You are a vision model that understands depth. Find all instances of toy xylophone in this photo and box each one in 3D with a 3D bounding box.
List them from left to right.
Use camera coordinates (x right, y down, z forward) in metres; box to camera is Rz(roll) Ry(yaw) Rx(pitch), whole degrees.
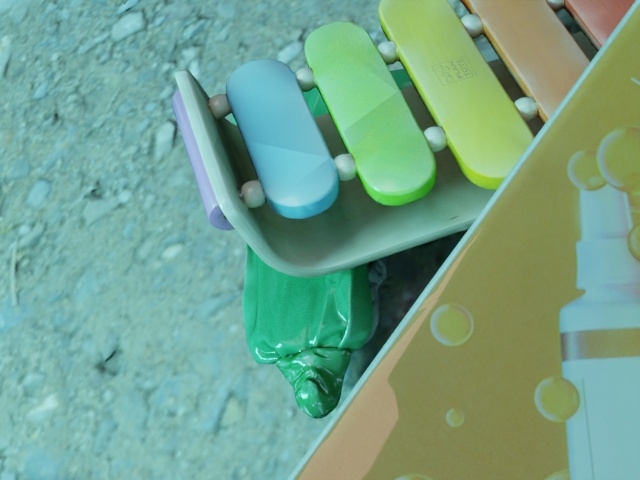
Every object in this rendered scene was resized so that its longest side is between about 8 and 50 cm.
[{"bbox_3d":[0.093,-0.058,0.606,0.323,0.081,0.236,-25,53,-10],"label":"toy xylophone"}]

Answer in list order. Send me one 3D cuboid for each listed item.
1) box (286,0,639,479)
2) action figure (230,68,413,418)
[{"bbox_3d":[0.116,0.103,0.421,0.215,0.168,0.345,35,78,10],"label":"box"},{"bbox_3d":[0.000,0.000,0.673,0.137,0.063,0.232,-11,53,21],"label":"action figure"}]
